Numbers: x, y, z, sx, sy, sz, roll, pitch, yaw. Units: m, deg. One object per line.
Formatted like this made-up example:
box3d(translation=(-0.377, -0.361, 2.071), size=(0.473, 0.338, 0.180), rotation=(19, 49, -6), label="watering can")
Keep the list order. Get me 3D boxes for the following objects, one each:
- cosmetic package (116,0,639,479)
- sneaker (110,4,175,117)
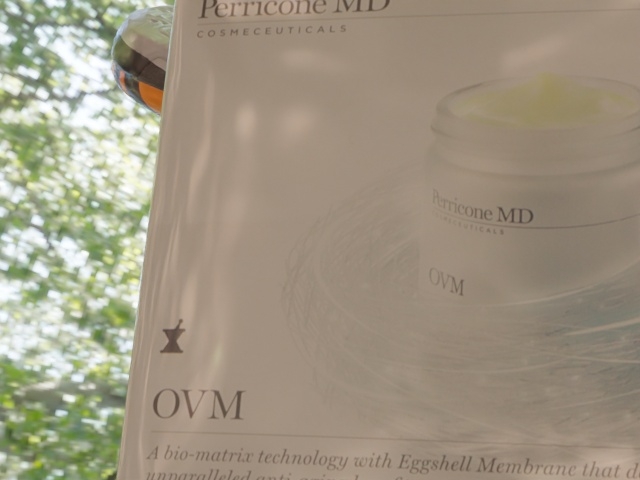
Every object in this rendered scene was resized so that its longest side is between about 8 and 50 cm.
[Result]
box3d(translation=(0.057, 0.021, 0.533), size=(0.224, 0.138, 0.224), rotation=(0, -110, 13), label="cosmetic package")
box3d(translation=(0.000, 0.000, 0.803), size=(0.180, 0.321, 0.124), rotation=(-56, -153, 19), label="sneaker")
